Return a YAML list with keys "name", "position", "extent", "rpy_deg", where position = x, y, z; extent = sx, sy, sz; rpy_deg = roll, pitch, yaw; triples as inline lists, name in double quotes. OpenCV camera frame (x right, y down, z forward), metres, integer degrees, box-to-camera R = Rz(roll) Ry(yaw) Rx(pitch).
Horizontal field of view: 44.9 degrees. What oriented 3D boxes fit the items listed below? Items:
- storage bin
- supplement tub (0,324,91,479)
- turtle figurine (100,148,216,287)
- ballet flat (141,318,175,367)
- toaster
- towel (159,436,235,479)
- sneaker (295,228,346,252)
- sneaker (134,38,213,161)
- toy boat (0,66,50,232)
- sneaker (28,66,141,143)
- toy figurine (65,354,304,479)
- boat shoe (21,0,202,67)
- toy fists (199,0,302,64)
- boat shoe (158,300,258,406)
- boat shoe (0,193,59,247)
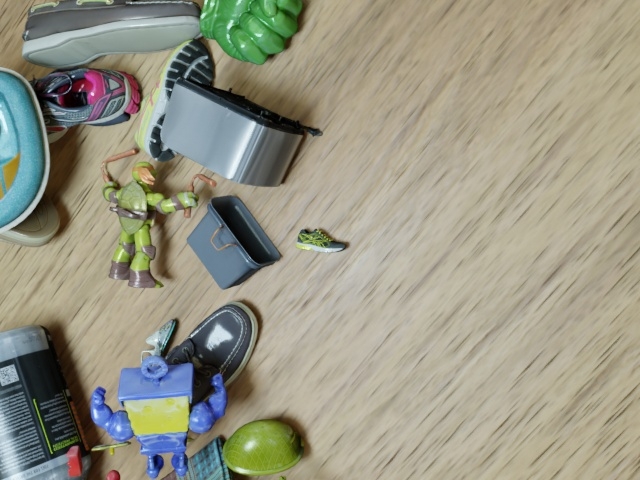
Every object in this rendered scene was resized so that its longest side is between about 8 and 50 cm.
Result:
- name: "storage bin"
  position: [-0.148, 0.011, 1.232]
  extent: [0.091, 0.098, 0.135]
  rpy_deg: [-44, 78, 25]
- name: "supplement tub"
  position: [-0.508, 0.318, 1.305]
  extent: [0.193, 0.193, 0.316]
  rpy_deg: [-23, 83, 18]
- name: "turtle figurine"
  position: [-0.286, -0.035, 1.258]
  extent: [0.269, 0.087, 0.217]
  rpy_deg: [11, 98, 32]
- name: "ballet flat"
  position: [-0.277, 0.182, 1.299]
  extent: [0.041, 0.041, 0.114]
  rpy_deg: [22, 99, 17]
- name: "toaster"
  position: [-0.124, -0.161, 1.178]
  extent: [0.186, 0.168, 0.110]
  rpy_deg: [28, 102, 18]
- name: "towel"
  position: [-0.212, 0.517, 1.176]
  extent: [0.271, 0.040, 0.370]
  rpy_deg: [-39, 42, 14]
- name: "sneaker"
  position: [0.000, 0.000, 1.207]
  extent: [0.083, 0.031, 0.035]
  rpy_deg: [6, 92, 19]
- name: "sneaker"
  position: [-0.251, -0.235, 1.267]
  extent: [0.094, 0.081, 0.208]
  rpy_deg: [20, 83, 47]
- name: "toy boat"
  position: [-0.591, -0.132, 1.211]
  extent: [0.318, 0.148, 0.267]
  rpy_deg: [-7, 100, -8]
- name: "sneaker"
  position: [-0.461, -0.239, 1.321]
  extent: [0.299, 0.112, 0.121]
  rpy_deg: [-12, 87, 20]
- name: "toy figurine"
  position: [-0.205, 0.268, 1.126]
  extent: [0.362, 0.191, 0.217]
  rpy_deg: [-3, 115, -3]
- name: "boat shoe"
  position: [-0.343, -0.361, 1.277]
  extent: [0.324, 0.116, 0.096]
  rpy_deg: [-6, 80, 16]
- name: "toy fists"
  position: [-0.082, -0.413, 1.195]
  extent: [0.142, 0.096, 0.279]
  rpy_deg: [23, 97, 16]
- name: "boat shoe"
  position: [-0.210, 0.218, 1.251]
  extent: [0.103, 0.092, 0.285]
  rpy_deg: [46, 106, 11]
- name: "boat shoe"
  position: [-0.606, -0.059, 1.386]
  extent: [0.341, 0.121, 0.110]
  rpy_deg: [24, 134, 17]
